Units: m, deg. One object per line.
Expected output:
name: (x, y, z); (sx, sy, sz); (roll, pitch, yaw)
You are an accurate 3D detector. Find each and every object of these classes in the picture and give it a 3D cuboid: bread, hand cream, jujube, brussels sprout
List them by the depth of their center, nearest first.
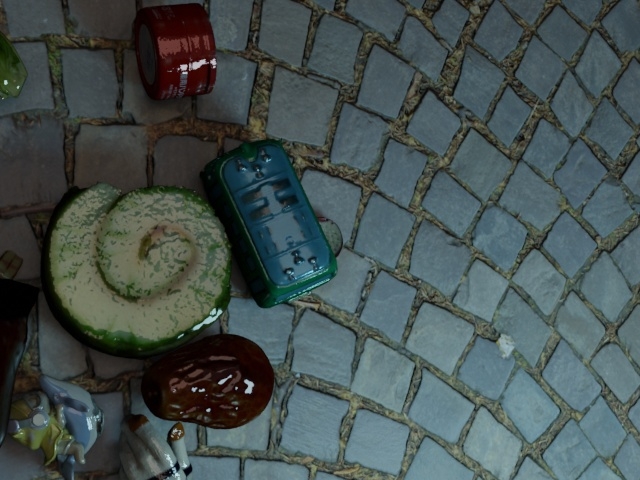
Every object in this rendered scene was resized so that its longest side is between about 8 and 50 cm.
bread: (-0.604, 0.069, 1.771); (0.043, 0.062, 0.109); (34, 74, -15)
brussels sprout: (-0.649, -0.343, 1.776); (0.183, 0.131, 0.145); (3, 85, -24)
jujube: (-0.216, 0.278, 1.821); (0.255, 0.190, 0.189); (-6, 84, -40)
bread: (-0.363, 0.043, 1.837); (0.366, 0.129, 0.382); (-45, 98, -21)
hand cream: (-0.295, -0.382, 1.896); (0.125, 0.193, 0.193); (-11, 86, -21)

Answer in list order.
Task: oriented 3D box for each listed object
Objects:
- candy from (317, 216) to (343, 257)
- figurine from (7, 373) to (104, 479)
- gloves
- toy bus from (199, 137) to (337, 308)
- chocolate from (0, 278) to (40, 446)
candy: (0.000, 0.000, 2.036); (0.103, 0.043, 0.103); (3, 81, -21)
figurine: (-0.493, 0.350, 1.740); (0.184, 0.128, 0.208); (-10, 90, -21)
gloves: (-0.319, 0.436, 1.784); (0.140, 0.131, 0.218); (-13, 118, 4)
toy bus: (-0.104, -0.042, 1.900); (0.184, 0.199, 0.343); (-25, 87, -13)
chocolate: (-0.670, 0.246, 1.585); (0.384, 0.384, 0.331); (-4, 99, -23)
